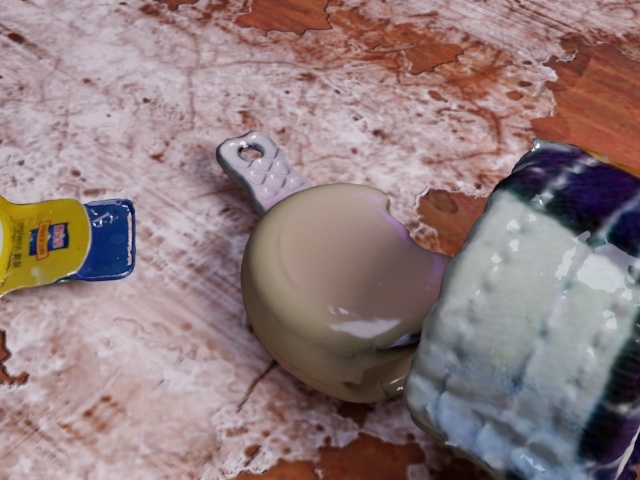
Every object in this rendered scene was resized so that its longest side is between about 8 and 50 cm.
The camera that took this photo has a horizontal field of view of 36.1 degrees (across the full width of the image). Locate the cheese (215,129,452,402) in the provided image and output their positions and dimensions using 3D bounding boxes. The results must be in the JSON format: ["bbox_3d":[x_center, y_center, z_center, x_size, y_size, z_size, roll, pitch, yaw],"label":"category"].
[{"bbox_3d":[0.000,0.000,0.774,0.163,0.082,0.286,-18,50,-20],"label":"cheese"}]

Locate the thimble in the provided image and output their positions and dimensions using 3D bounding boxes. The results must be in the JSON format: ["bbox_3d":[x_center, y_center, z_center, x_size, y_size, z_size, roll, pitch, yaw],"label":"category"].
[{"bbox_3d":[0.162,0.063,0.627,0.150,0.237,0.237,30,52,28],"label":"thimble"}]

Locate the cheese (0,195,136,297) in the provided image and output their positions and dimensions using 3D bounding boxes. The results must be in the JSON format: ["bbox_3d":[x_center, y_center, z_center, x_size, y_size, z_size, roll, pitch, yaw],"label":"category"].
[{"bbox_3d":[-0.279,0.008,0.760,0.270,0.069,0.177,-5,47,-7],"label":"cheese"}]
